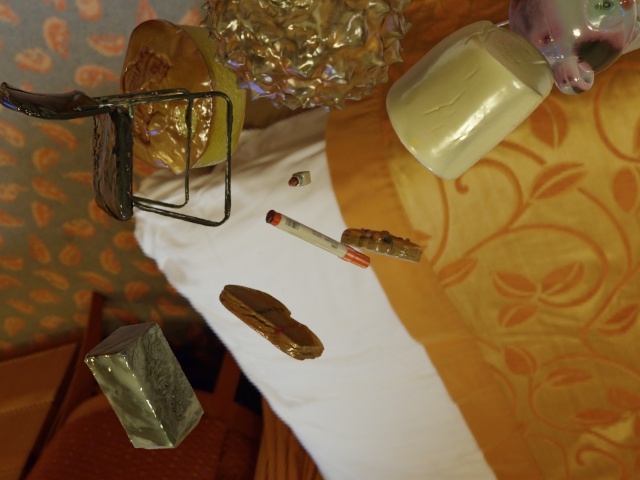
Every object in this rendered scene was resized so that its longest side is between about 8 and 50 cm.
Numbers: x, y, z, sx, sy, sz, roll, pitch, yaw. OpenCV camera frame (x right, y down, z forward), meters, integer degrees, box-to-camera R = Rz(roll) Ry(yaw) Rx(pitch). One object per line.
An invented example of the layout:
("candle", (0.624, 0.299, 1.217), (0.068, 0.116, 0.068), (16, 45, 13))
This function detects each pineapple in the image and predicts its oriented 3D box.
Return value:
("pineapple", (-0.008, -0.176, 0.652), (0.166, 0.193, 0.166), (1, 93, 11))

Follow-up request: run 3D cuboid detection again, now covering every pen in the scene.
("pen", (0.000, 0.000, 1.430), (0.239, 0.028, 0.028), (26, 133, -39))

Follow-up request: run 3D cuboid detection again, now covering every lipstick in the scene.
("lipstick", (-0.050, -0.134, 1.837), (0.030, 0.129, 0.030), (-4, 99, 13))

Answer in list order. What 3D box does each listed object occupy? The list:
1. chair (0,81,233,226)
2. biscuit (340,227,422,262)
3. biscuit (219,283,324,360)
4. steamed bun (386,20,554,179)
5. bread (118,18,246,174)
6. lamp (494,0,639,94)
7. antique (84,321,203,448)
("chair", (-0.222, -0.093, 0.877), (0.221, 0.140, 0.145), (-2, 101, -28))
("biscuit", (0.122, 0.002, 1.655), (0.171, 0.170, 0.050), (14, 89, -3))
("biscuit", (-0.094, 0.181, 1.894), (0.277, 0.262, 0.052), (34, 97, 27))
("steamed bun", (0.198, -0.198, 1.100), (0.155, 0.250, 0.200), (47, 115, -1))
("bread", (-0.251, -0.250, 1.450), (0.270, 0.148, 0.269), (10, 106, 40))
("lamp", (0.423, -0.381, 1.387), (0.248, 0.301, 0.247), (-8, 103, 43))
("antique", (-0.259, 0.224, 1.238), (0.086, 0.088, 0.182), (-12, 111, 35))
